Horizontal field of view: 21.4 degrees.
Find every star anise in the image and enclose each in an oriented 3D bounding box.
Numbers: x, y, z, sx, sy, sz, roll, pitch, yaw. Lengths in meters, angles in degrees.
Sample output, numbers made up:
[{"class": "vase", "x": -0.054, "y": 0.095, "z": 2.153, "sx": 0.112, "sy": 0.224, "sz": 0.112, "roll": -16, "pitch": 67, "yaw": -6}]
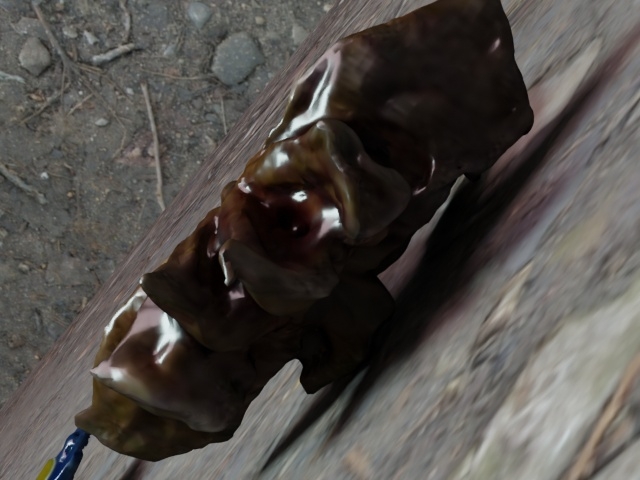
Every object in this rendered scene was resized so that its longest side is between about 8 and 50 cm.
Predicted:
[{"class": "star anise", "x": -0.003, "y": 0.004, "z": 0.697, "sx": 0.214, "sy": 0.099, "sz": 0.220, "roll": -41, "pitch": -4, "yaw": -30}]

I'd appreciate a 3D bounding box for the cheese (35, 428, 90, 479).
[{"class": "cheese", "x": -0.220, "y": 0.221, "z": 1.055, "sx": 0.270, "sy": 0.069, "sz": 0.177, "roll": -51, "pitch": 8, "yaw": 11}]
